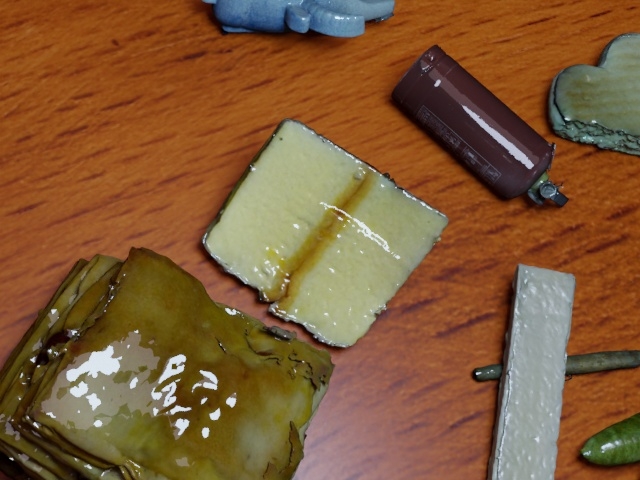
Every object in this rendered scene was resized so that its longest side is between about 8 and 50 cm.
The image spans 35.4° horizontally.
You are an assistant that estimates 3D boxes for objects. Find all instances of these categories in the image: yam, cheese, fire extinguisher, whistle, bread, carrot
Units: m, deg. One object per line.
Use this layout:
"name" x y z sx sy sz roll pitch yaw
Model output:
"yam" 0.298 0.158 1.242 0.234 0.027 0.029 -4 94 -16
"cheese" 0.243 0.219 1.176 0.085 0.034 0.400 15 71 -4
"fire extinguisher" 0.223 -0.136 1.316 0.269 0.105 0.105 41 63 5
"whistle" -0.029 -0.321 1.326 0.269 0.093 0.180 -7 44 -19
"bread" -0.168 0.163 1.033 0.324 0.167 0.277 28 63 -1
"bread" 0.421 -0.192 1.406 0.232 0.064 0.172 -35 80 -24
"bread" 0.000 0.000 1.167 0.240 0.135 0.178 33 63 -2
"carrot" 0.476 0.220 1.240 0.358 0.074 0.074 -11 70 -16
